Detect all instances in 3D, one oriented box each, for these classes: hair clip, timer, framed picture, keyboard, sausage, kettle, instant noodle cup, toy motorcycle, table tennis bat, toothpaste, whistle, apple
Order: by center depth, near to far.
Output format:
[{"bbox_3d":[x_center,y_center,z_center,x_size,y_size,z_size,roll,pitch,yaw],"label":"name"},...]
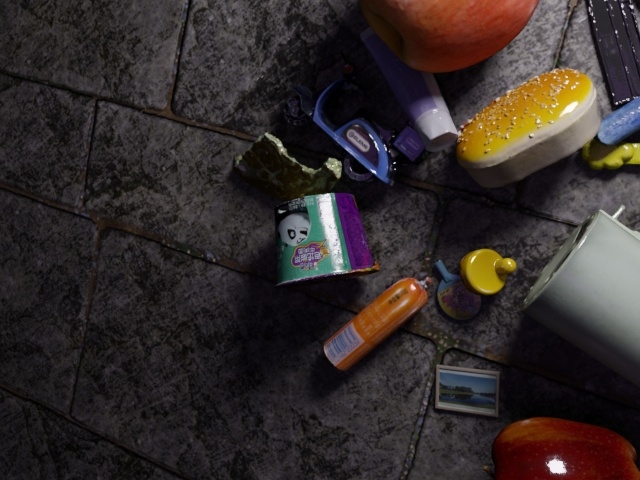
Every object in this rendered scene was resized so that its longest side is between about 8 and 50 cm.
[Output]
[{"bbox_3d":[0.683,-0.284,1.250,0.304,0.062,0.062,-33,83,16],"label":"whistle"},{"bbox_3d":[0.656,0.108,1.254,0.377,0.250,0.361,37,80,12],"label":"kettle"},{"bbox_3d":[0.242,-0.519,1.258,0.364,0.364,0.363,3,97,22],"label":"apple"},{"bbox_3d":[0.610,-0.405,1.306,0.087,0.017,0.250,-15,91,22],"label":"keyboard"},{"bbox_3d":[0.627,-0.176,1.310,0.173,0.046,0.072,9,95,23],"label":"hair clip"},{"bbox_3d":[0.500,0.510,1.315,0.317,0.288,0.287,-3,95,10],"label":"apple"},{"bbox_3d":[0.367,0.069,1.410,0.107,0.109,0.107,2,82,-18],"label":"timer"},{"bbox_3d":[0.198,-0.365,1.413,0.125,0.080,0.371,-32,64,23],"label":"toothpaste"},{"bbox_3d":[0.314,0.115,1.488,0.100,0.019,0.155,-31,86,23],"label":"table tennis bat"},{"bbox_3d":[0.082,-0.278,1.490,0.358,0.125,0.212,42,101,10],"label":"toy motorcycle"},{"bbox_3d":[0.000,0.000,1.494,0.251,0.251,0.190,-12,83,23],"label":"instant noodle cup"},{"bbox_3d":[0.346,0.354,1.505,0.149,0.011,0.109,2,97,23],"label":"framed picture"},{"bbox_3d":[0.145,0.188,1.527,0.312,0.093,0.093,-44,79,21],"label":"sausage"}]

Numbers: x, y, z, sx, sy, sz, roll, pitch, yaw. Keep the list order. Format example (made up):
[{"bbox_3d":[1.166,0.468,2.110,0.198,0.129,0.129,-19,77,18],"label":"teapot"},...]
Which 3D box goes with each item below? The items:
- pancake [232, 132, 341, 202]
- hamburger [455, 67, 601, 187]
[{"bbox_3d":[-0.093,-0.181,1.553,0.377,0.054,0.197,14,138,36],"label":"pancake"},{"bbox_3d":[0.416,-0.229,1.299,0.295,0.227,0.151,-25,109,20],"label":"hamburger"}]
